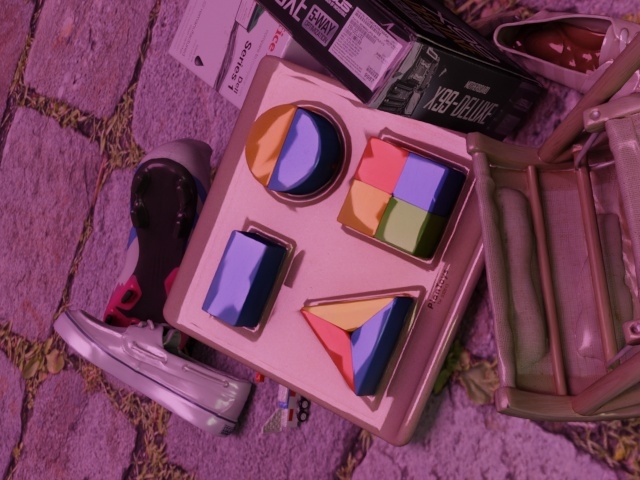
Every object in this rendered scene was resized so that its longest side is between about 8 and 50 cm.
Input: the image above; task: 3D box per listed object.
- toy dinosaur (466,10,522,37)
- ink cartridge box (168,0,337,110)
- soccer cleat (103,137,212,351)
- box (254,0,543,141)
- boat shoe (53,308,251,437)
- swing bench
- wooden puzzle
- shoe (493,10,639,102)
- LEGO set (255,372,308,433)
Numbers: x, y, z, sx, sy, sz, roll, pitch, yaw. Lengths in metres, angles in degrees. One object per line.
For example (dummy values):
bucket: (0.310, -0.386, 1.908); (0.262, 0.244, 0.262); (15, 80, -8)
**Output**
toy dinosaur: (0.095, -0.212, 1.259); (0.268, 0.064, 0.118); (-30, 63, 34)
ink cartridge box: (-0.070, -0.245, 1.413); (0.219, 0.093, 0.160); (40, 111, 44)
soccer cleat: (-0.191, 0.025, 1.488); (0.116, 0.143, 0.331); (19, 118, 7)
box: (0.036, -0.222, 1.119); (0.307, 0.242, 0.076); (46, 113, 30)
boat shoe: (-0.200, 0.139, 1.422); (0.258, 0.095, 0.084); (30, 90, 9)
swing bench: (0.259, -0.006, 0.934); (0.255, 0.165, 0.253); (-35, 51, 51)
wooden puzzle: (0.000, 0.000, 1.221); (0.348, 0.080, 0.322); (26, 98, 30)
shoe: (0.250, -0.167, 1.076); (0.219, 0.058, 0.076); (24, 99, 47)
LEGO set: (-0.028, 0.094, 1.320); (0.182, 0.060, 0.244); (-53, 48, 30)
